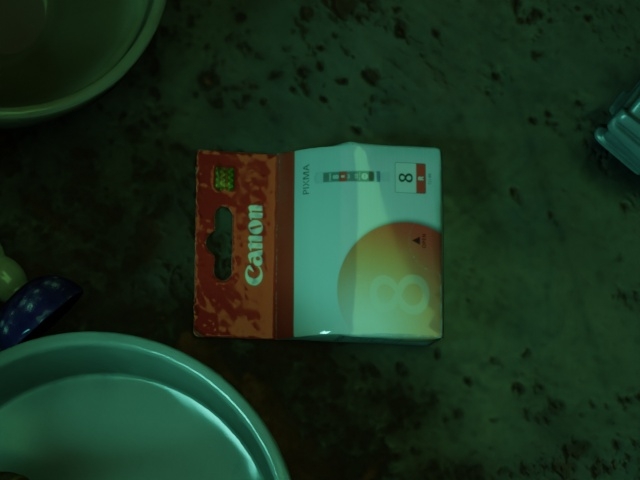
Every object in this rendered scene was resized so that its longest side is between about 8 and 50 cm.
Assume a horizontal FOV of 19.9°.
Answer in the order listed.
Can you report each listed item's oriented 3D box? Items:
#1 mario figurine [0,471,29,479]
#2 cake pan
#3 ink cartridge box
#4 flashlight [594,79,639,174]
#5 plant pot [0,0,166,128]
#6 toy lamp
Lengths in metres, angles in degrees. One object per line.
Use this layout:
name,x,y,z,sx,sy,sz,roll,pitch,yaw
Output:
mario figurine,-0.332,0.234,1.115,0.320,0.170,0.198,-9,77,13
cake pan,-0.155,0.208,1.211,0.293,0.054,0.293,-2,74,6
ink cartridge box,0.000,0.000,1.325,0.179,0.045,0.145,3,77,-12
flashlight,0.351,-0.022,1.363,0.304,0.103,0.103,39,73,0
plant pot,-0.232,-0.185,1.281,0.237,0.110,0.237,4,77,-17
toy lamp,-0.279,-0.045,1.265,0.080,0.080,0.275,-43,88,-16
